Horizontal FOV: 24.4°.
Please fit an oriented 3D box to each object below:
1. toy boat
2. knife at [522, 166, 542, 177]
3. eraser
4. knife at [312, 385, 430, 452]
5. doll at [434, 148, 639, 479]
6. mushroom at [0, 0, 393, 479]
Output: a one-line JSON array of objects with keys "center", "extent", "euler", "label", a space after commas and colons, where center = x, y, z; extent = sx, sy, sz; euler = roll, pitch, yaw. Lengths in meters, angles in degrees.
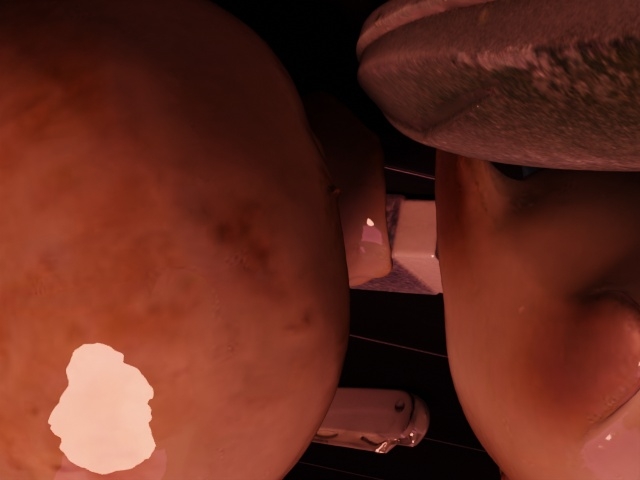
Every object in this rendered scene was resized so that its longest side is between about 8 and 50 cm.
[{"center": [0.116, -0.079, 0.617], "extent": [0.141, 0.092, 0.319], "euler": [20, 170, -33], "label": "toy boat"}, {"center": [0.157, -0.020, 0.886], "extent": [0.064, 0.031, 0.222], "euler": [10, 161, 20], "label": "knife"}, {"center": [0.000, 0.000, 1.037], "extent": [0.213, 0.046, 0.092], "euler": [3, 163, 26], "label": "eraser"}, {"center": [0.011, 0.200, 1.678], "extent": [0.266, 0.073, 0.040], "euler": [-1, 151, 43], "label": "knife"}, {"center": [0.226, 0.074, 0.797], "extent": [0.370, 0.215, 0.226], "euler": [7, 124, -29], "label": "doll"}, {"center": [-0.092, 0.014, 0.774], "extent": [0.298, 0.297, 0.290], "euler": [-2, -178, 40], "label": "mushroom"}]
